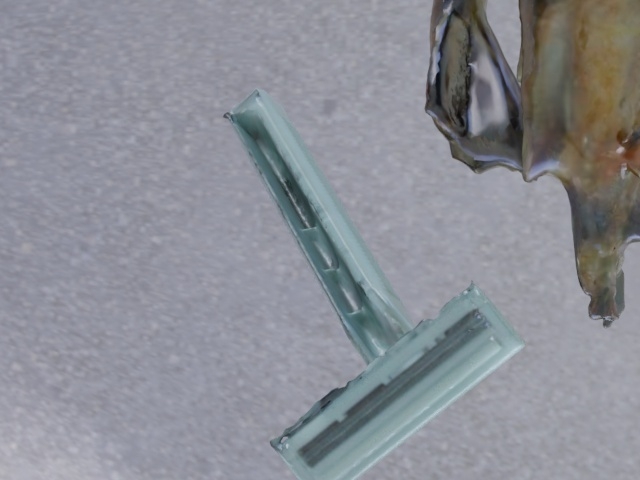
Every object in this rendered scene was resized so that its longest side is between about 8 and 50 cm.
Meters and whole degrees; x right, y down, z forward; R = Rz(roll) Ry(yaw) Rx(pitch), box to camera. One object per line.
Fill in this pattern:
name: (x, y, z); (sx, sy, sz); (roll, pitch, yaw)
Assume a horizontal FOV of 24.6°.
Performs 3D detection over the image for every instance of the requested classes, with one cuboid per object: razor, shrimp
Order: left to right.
razor: (0.006, 0.006, 0.722); (0.111, 0.278, 0.056); (-40, 124, 9)
shrimp: (0.087, -0.094, 0.610); (0.059, 0.145, 0.254); (9, 85, -37)
